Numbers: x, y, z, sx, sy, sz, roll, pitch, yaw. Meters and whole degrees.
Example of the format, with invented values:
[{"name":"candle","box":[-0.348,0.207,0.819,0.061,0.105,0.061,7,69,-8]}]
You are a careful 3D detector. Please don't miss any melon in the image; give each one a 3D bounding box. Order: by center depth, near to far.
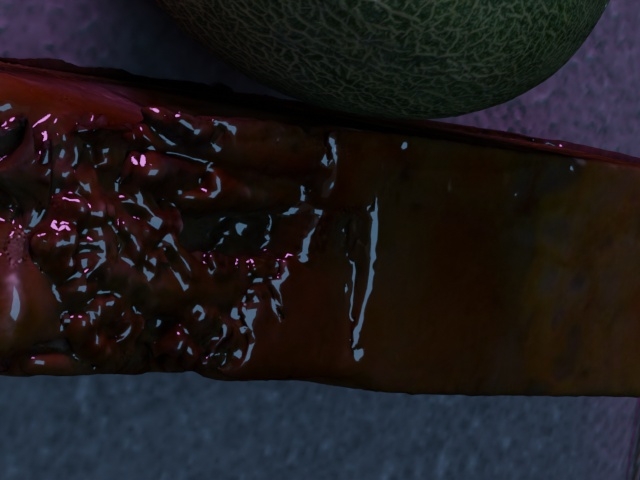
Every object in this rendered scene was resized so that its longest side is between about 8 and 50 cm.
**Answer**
[{"name":"melon","box":[0.009,-0.110,0.564,0.192,0.139,0.139,29,83,-36]}]

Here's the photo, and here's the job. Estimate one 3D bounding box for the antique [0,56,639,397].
[{"name":"antique","box":[0.000,0.000,0.616,0.310,0.093,0.087,5,98,-41]}]
